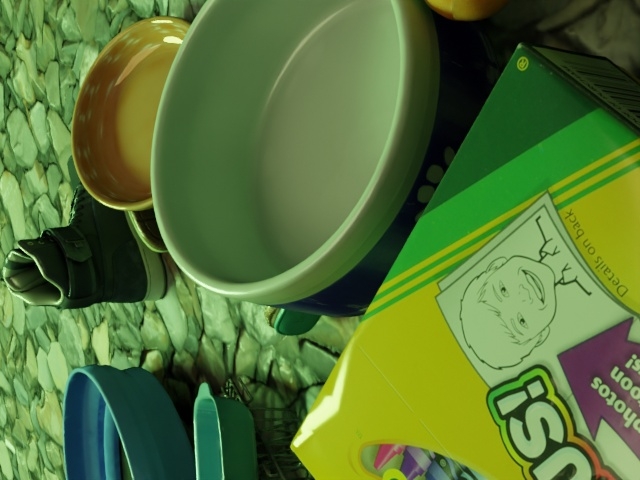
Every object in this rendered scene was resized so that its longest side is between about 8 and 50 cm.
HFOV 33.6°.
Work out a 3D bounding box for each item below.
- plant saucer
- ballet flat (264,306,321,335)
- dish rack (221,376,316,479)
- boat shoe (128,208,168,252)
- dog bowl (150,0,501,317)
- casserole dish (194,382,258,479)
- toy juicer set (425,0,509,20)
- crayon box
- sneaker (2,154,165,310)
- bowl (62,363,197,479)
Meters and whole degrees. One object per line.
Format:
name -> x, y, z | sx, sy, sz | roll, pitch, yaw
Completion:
plant saucer -> -0.169, -0.125, 1.062 | 0.200, 0.037, 0.200 | -9, 73, 33
ballet flat -> 0.000, 0.000, 0.886 | 0.206, 0.073, 0.067 | -53, 41, 42
dish rack -> -0.039, 0.255, 0.975 | 0.271, 0.074, 0.208 | -136, 48, -64
boat shoe -> -0.183, -0.067, 1.140 | 0.072, 0.068, 0.190 | 124, 138, -60
dog bowl -> -0.003, -0.080, 0.763 | 0.264, 0.104, 0.265 | -16, 67, 43
casserole dish -> -0.080, 0.217, 0.923 | 0.114, 0.037, 0.189 | 153, 113, -69
toy juicer set -> 0.130, -0.256, 0.570 | 0.329, 0.089, 0.209 | -42, 46, 45
crayon box -> 0.176, 0.124, 0.573 | 0.363, 0.106, 0.313 | 47, 122, 34
sneaker -> -0.291, -0.016, 1.210 | 0.226, 0.163, 0.086 | 59, 141, 31
bowl -> -0.206, 0.328, 1.195 | 0.391, 0.077, 0.391 | 32, 127, 58
